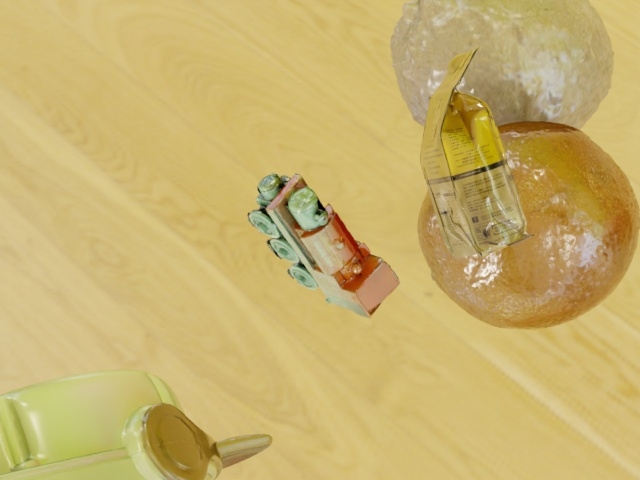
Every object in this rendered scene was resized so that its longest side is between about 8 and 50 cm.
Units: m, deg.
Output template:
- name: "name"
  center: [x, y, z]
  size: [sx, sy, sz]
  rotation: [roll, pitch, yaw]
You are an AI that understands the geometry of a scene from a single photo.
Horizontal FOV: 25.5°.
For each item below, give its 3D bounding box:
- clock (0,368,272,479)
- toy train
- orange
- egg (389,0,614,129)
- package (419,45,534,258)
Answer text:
- name: "clock"
  center: [-0.216, 0.196, 1.054]
  size: [0.286, 0.348, 0.117]
  rotation: [-47, 61, 50]
- name: "toy train"
  center: [0.000, 0.000, 1.526]
  size: [0.118, 0.176, 0.074]
  rotation: [18, 60, 44]
- name: "orange"
  center: [0.246, -0.016, 1.703]
  size: [0.264, 0.264, 0.264]
  rotation: [-2, 86, 33]
- name: "egg"
  center: [0.248, -0.242, 1.892]
  size: [0.279, 0.310, 0.279]
  rotation: [-17, 70, 58]
- name: "package"
  center: [0.094, -0.055, 0.916]
  size: [0.047, 0.071, 0.131]
  rotation: [-17, 96, -6]
